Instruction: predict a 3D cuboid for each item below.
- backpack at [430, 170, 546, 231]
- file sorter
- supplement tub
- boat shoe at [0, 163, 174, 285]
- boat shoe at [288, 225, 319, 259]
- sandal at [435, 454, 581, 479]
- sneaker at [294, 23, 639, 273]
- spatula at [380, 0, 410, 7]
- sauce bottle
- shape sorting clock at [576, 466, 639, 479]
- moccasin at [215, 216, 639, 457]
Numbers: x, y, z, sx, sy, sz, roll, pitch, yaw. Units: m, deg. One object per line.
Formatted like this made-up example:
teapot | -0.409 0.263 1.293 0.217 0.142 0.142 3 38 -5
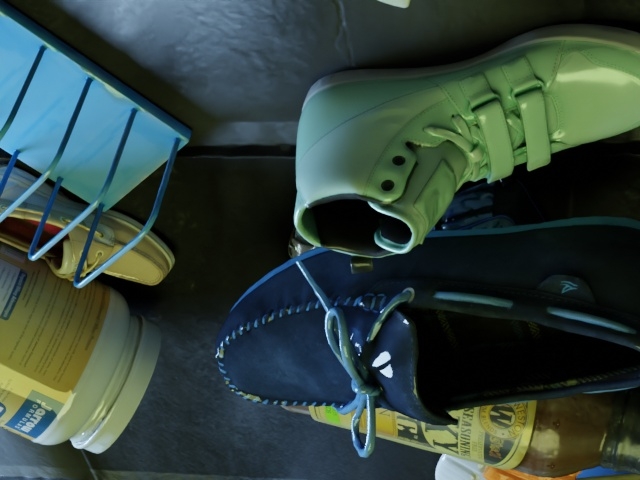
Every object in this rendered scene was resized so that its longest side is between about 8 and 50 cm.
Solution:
backpack | 0.111 0.017 0.893 0.114 0.084 0.105 -16 129 33
file sorter | -0.202 -0.062 0.852 0.170 0.104 0.118 34 133 -25
supplement tub | -0.249 0.082 0.992 0.199 0.144 0.144 29 136 -19
boat shoe | -0.200 0.003 0.958 0.170 0.059 0.063 25 137 -16
boat shoe | 0.000 0.000 0.927 0.045 0.050 0.135 34 127 -16
sandal | 0.203 0.138 1.018 0.102 0.076 0.265 37 116 5
sneaker | 0.104 -0.050 0.767 0.255 0.151 0.094 -8 134 18
spatula | -0.009 -0.240 0.677 0.168 0.019 0.242 12 139 0
sauce bottle | 0.135 0.120 0.934 0.344 0.111 0.111 10 141 19
shape sorting clock | 0.272 0.244 1.113 0.206 0.040 0.206 -4 155 -2
moccasin | 0.069 0.062 0.804 0.342 0.117 0.138 -16 124 27
